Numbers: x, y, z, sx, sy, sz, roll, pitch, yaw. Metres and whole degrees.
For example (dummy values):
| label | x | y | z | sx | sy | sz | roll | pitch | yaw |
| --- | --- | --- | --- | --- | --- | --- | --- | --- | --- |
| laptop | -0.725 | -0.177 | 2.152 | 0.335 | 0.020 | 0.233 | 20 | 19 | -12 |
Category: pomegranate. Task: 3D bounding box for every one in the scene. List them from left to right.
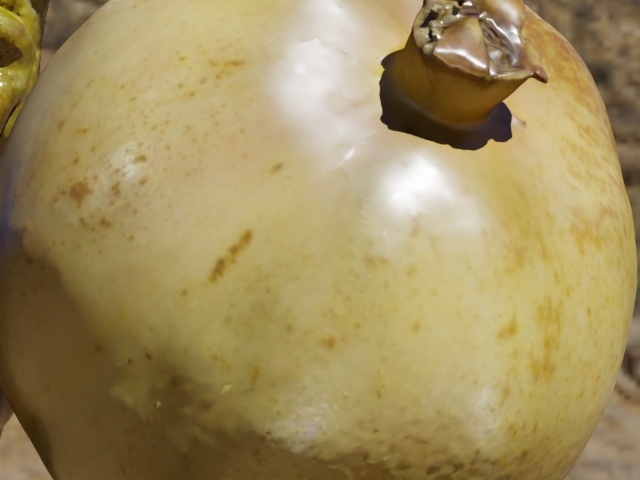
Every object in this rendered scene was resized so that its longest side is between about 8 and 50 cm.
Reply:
| label | x | y | z | sx | sy | sz | roll | pitch | yaw |
| --- | --- | --- | --- | --- | --- | --- | --- | --- | --- |
| pomegranate | 0.000 | 0.000 | 0.895 | 0.319 | 0.319 | 0.319 | -7 | 3 | 0 |

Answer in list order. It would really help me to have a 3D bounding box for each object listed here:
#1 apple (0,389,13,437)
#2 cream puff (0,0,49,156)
| label | x | y | z | sx | sy | sz | roll | pitch | yaw |
| --- | --- | --- | --- | --- | --- | --- | --- | --- | --- |
| apple | -0.267 | 0.076 | 1.021 | 0.234 | 0.234 | 0.234 | -7 | 3 | 0 |
| cream puff | -0.296 | -0.144 | 1.560 | 0.196 | 0.244 | 0.244 | 36 | 6 | 2 |
